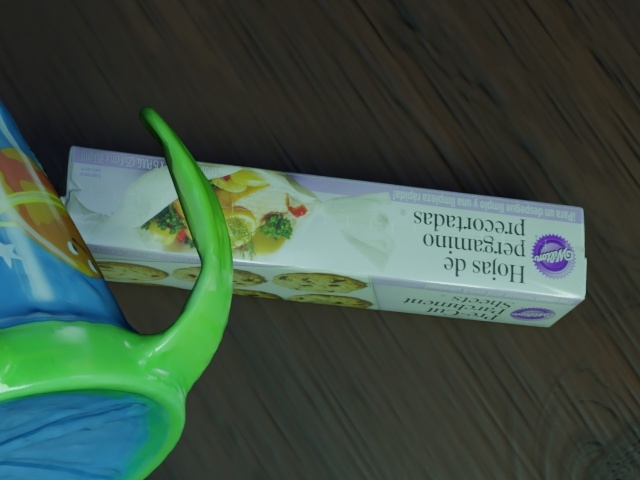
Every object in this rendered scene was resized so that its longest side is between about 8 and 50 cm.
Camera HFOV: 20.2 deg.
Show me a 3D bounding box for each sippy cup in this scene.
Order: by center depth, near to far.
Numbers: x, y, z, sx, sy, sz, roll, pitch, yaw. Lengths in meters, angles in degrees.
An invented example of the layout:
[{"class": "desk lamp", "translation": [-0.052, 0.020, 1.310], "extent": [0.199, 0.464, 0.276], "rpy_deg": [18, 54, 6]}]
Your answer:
[{"class": "sippy cup", "translation": [-0.216, 0.035, 0.948], "extent": [0.305, 0.240, 0.224], "rpy_deg": [-11, 63, -28]}]

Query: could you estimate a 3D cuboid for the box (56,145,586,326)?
[{"class": "box", "translation": [0.000, 0.000, 1.093], "extent": [0.324, 0.067, 0.063], "rpy_deg": [7, 70, -14]}]
